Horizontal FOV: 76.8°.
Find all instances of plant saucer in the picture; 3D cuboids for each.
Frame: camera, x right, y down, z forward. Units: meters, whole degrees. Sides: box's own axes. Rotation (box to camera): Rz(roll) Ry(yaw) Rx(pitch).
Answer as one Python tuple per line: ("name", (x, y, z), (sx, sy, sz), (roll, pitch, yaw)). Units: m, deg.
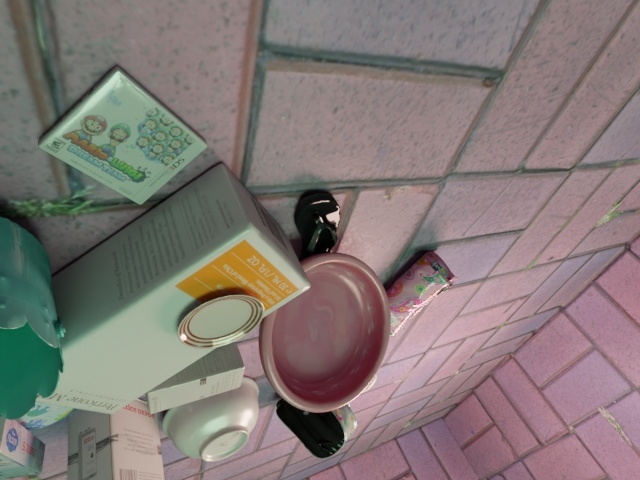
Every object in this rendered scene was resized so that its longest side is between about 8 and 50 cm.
("plant saucer", (0.008, 0.191, 0.876), (0.332, 0.084, 0.332), (0, 90, -34))

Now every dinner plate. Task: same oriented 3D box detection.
("dinner plate", (-0.161, 0.130, 0.658), (0.141, 0.017, 0.141), (-20, 142, -16))

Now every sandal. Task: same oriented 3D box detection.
("sandal", (0.001, 0.000, 0.859), (0.097, 0.054, 0.255), (-19, 142, -16))

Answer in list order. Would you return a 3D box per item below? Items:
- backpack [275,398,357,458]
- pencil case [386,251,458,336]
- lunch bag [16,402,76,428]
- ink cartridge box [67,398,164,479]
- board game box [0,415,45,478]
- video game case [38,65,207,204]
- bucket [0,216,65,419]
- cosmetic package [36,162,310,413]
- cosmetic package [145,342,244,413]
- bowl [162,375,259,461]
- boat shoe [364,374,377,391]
("backpack", (-0.001, 0.611, 1.415), (0.225, 0.253, 0.191), (-52, 159, 25))
("pencil case", (0.263, 0.161, 1.179), (0.124, 0.124, 0.284), (14, 126, -44))
("lunch bag", (-0.569, 0.283, 0.765), (0.176, 0.090, 0.219), (-38, 143, 8))
("ink cartridge box", (-0.480, 0.534, 0.963), (0.117, 0.283, 0.207), (-26, 144, -1))
("board game box", (-0.717, 0.400, 0.728), (0.318, 0.066, 0.318), (1, 146, -23))
("video game case", (-0.260, -0.132, 0.552), (0.143, 0.019, 0.157), (-38, 143, 9))
("bucket", (-0.465, 0.101, 0.482), (0.281, 0.183, 0.281), (-17, 142, -14))
("cosmetic package", (-0.273, 0.100, 0.698), (0.453, 0.161, 0.230), (-33, 144, 4))
("cosmetic package", (-0.318, 0.344, 1.018), (0.231, 0.085, 0.117), (-10, 139, -27))
("bowl", (-0.302, 0.553, 1.200), (0.297, 0.134, 0.298), (-19, 135, -20))
("boat shoe", (0.124, 0.580, 1.609), (0.219, 0.078, 0.070), (-34, 145, 7))
